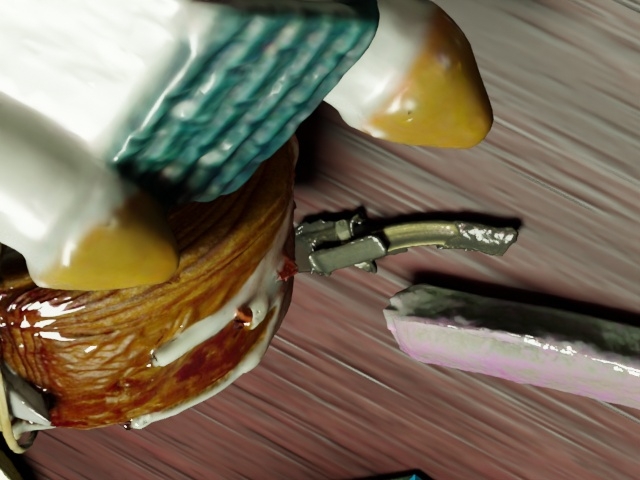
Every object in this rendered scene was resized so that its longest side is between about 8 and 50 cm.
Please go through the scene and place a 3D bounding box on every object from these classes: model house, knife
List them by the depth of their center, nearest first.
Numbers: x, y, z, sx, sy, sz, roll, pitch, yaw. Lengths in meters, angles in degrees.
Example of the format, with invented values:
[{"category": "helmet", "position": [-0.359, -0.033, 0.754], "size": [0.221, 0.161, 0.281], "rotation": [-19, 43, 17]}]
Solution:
[{"category": "model house", "position": [-0.076, -0.096, 0.670], "size": [0.301, 0.271, 0.190], "rotation": [32, 125, -13]}, {"category": "knife", "position": [0.001, 0.005, 0.858], "size": [0.222, 0.021, 0.046], "rotation": [3, 123, 29]}]

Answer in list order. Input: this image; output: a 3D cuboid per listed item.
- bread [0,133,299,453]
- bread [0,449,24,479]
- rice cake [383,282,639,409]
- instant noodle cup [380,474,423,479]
[{"category": "bread", "position": [-0.114, -0.011, 0.777], "size": [0.211, 0.224, 0.142], "rotation": [-1, 129, 4]}, {"category": "bread", "position": [-0.269, 0.156, 1.106], "size": [0.149, 0.065, 0.188], "rotation": [-29, 105, 30]}, {"category": "rice cake", "position": [0.131, 0.059, 0.817], "size": [0.206, 0.036, 0.047], "rotation": [13, 134, 19]}, {"category": "instant noodle cup", "position": [0.026, 0.269, 0.941], "size": [0.240, 0.178, 0.240], "rotation": [15, 130, 19]}]
